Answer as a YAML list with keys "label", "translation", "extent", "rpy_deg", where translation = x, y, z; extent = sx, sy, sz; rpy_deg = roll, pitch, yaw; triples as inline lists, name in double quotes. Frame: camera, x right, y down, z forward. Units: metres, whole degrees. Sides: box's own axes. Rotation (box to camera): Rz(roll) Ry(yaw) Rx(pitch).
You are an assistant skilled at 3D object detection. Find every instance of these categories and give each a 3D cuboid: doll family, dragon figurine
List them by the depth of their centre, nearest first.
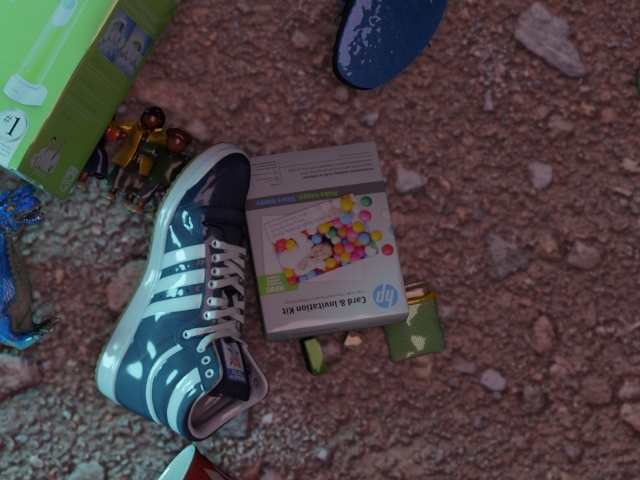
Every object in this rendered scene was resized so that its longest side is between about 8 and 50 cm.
- label: "dragon figurine"
  translation: [-0.354, 0.067, 1.745]
  extent: [0.289, 0.085, 0.144]
  rpy_deg: [-36, 94, 14]
- label: "doll family"
  translation: [-0.209, -0.101, 1.781]
  extent: [0.193, 0.076, 0.111]
  rpy_deg: [23, 91, -3]

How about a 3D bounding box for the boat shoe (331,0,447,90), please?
- label: "boat shoe"
  translation: [0.087, -0.263, 1.816]
  extent: [0.109, 0.089, 0.258]
  rpy_deg: [35, 80, -18]

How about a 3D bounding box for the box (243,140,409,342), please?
- label: "box"
  translation: [0.000, 0.000, 1.795]
  extent: [0.145, 0.038, 0.186]
  rpy_deg: [-8, 72, -7]

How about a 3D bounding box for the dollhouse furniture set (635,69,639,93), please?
- label: "dollhouse furniture set"
  translation: [0.389, -0.182, 1.888]
  extent: [0.114, 0.091, 0.081]
  rpy_deg: [-25, 135, 15]

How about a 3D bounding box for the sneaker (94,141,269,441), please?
- label: "sneaker"
  translation: [-0.101, 0.057, 1.734]
  extent: [0.153, 0.099, 0.282]
  rpy_deg: [30, 100, 36]

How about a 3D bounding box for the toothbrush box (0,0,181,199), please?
- label: "toothbrush box"
  translation: [-0.275, -0.215, 1.715]
  extent: [0.206, 0.122, 0.283]
  rpy_deg: [27, 86, 19]

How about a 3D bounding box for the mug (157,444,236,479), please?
- label: "mug"
  translation: [-0.098, 0.303, 1.788]
  extent: [0.169, 0.150, 0.113]
  rpy_deg: [35, 49, -10]

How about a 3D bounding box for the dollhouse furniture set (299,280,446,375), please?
- label: "dollhouse furniture set"
  translation: [0.055, 0.093, 1.817]
  extent: [0.151, 0.058, 0.076]
  rpy_deg: [-15, 91, -7]
